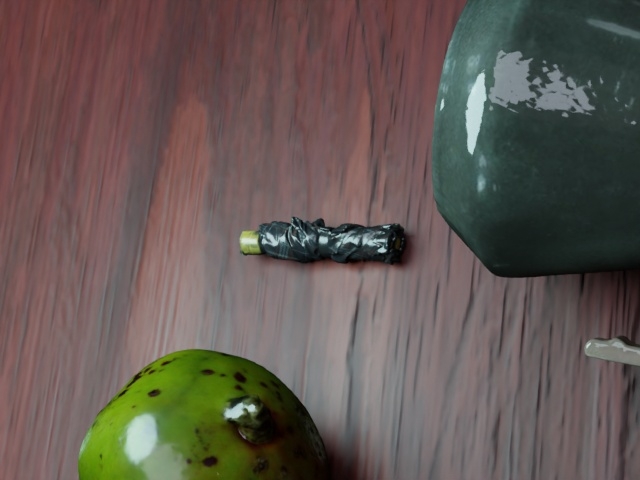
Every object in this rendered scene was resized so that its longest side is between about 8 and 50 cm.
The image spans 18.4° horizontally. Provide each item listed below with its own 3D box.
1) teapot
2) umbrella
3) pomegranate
[{"bbox_3d":[0.270,-0.052,1.459,0.344,0.253,0.300,11,99,22],"label":"teapot"},{"bbox_3d":[0.000,0.000,1.664,0.144,0.037,0.040,0,84,21],"label":"umbrella"},{"bbox_3d":[-0.104,0.207,1.549,0.198,0.198,0.246,38,101,31],"label":"pomegranate"}]
